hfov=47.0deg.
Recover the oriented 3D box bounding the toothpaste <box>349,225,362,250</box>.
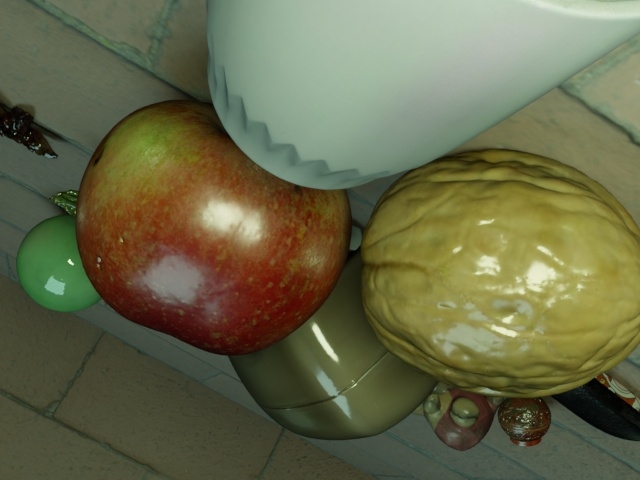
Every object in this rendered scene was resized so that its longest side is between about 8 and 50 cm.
[{"bbox_3d":[0.000,0.000,1.192,0.067,0.043,0.194,33,162,-23],"label":"toothpaste"}]

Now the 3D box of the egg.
[{"bbox_3d":[-0.577,0.053,1.677,0.220,0.221,0.269,37,154,-22],"label":"egg"}]

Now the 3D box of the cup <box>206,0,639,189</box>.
[{"bbox_3d":[0.053,-0.180,0.485,0.253,0.253,0.371,31,158,-10],"label":"cup"}]

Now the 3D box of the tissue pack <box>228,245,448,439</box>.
[{"bbox_3d":[0.024,0.192,1.238,0.277,0.267,0.387,55,151,-3],"label":"tissue pack"}]

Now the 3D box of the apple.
[{"bbox_3d":[-0.136,-0.016,0.932,0.348,0.277,0.348,25,-164,-8],"label":"apple"}]

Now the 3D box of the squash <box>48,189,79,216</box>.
[{"bbox_3d":[-0.311,-0.027,1.317,0.340,0.095,0.094,14,161,-18],"label":"squash"}]

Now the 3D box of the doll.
[{"bbox_3d":[0.213,0.288,1.422,0.255,0.152,0.196,24,169,35],"label":"doll"}]

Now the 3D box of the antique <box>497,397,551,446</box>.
[{"bbox_3d":[0.389,0.334,1.402,0.104,0.104,0.104,22,157,10],"label":"antique"}]

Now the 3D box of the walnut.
[{"bbox_3d":[0.196,0.039,0.794,0.312,0.252,0.277,7,151,18],"label":"walnut"}]

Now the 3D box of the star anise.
[{"bbox_3d":[-0.565,-0.213,1.324,0.212,0.054,0.157,28,158,3],"label":"star anise"}]

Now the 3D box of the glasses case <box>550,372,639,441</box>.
[{"bbox_3d":[0.446,0.255,1.209,0.266,0.067,0.103,37,154,-20],"label":"glasses case"}]
